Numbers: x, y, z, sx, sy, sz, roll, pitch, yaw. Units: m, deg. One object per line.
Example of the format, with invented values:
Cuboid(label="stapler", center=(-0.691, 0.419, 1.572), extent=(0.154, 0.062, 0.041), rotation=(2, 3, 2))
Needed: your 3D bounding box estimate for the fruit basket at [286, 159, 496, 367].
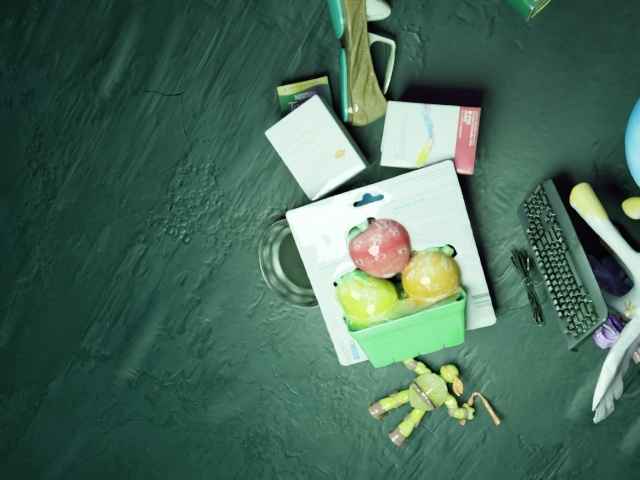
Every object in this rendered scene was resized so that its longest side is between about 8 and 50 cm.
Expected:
Cuboid(label="fruit basket", center=(0.142, 0.053, 1.314), extent=(0.327, 0.165, 0.353), rotation=(-18, 103, 6))

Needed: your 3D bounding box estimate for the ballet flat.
Cuboid(label="ballet flat", center=(0.084, -0.402, 1.339), extent=(0.124, 0.116, 0.342), rotation=(-9, 96, -7))

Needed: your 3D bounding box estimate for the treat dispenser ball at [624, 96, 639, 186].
Cuboid(label="treat dispenser ball", center=(0.670, -0.171, 1.137), extent=(0.288, 0.288, 0.288), rotation=(2, 97, 12))

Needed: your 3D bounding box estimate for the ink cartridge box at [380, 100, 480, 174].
Cuboid(label="ink cartridge box", center=(0.215, -0.200, 1.316), extent=(0.176, 0.128, 0.127), rotation=(7, 98, 11))

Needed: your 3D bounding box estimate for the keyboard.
Cuboid(label="keyboard", center=(0.418, 0.057, 1.243), extent=(0.033, 0.317, 0.201), rotation=(3, 141, -13))

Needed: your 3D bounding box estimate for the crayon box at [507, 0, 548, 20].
Cuboid(label="crayon box", center=(0.407, -0.640, 1.199), extent=(0.363, 0.106, 0.313), rotation=(-42, 86, 12))

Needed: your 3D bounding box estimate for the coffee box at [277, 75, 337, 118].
Cuboid(label="coffee box", center=(-0.019, -0.240, 1.407), extent=(0.113, 0.040, 0.184), rotation=(-8, 96, 13))

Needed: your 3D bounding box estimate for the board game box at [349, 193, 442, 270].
Cuboid(label="board game box", center=(0.126, -0.027, 1.400), extent=(0.210, 0.047, 0.160), rotation=(-19, 94, 14))

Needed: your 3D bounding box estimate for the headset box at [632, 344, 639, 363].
Cuboid(label="headset box", center=(0.631, 0.205, 1.310), extent=(0.083, 0.062, 0.032), rotation=(-27, 90, 13))

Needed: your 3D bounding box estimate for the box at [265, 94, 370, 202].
Cuboid(label="box", center=(-0.003, -0.181, 1.343), extent=(0.130, 0.091, 0.170), rotation=(-34, 90, 13))

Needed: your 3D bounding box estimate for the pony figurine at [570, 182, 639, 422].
Cuboid(label="pony figurine", center=(0.567, 0.110, 1.164), extent=(0.303, 0.363, 0.350), rotation=(-16, 128, -10))

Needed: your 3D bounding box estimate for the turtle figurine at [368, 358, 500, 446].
Cuboid(label="turtle figurine", center=(0.222, 0.332, 1.404), extent=(0.217, 0.087, 0.269), rotation=(-44, 87, 14))

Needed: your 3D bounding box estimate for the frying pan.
Cuboid(label="frying pan", center=(-0.026, -0.010, 1.400), extent=(0.197, 0.053, 0.326), rotation=(26, 115, 20))
